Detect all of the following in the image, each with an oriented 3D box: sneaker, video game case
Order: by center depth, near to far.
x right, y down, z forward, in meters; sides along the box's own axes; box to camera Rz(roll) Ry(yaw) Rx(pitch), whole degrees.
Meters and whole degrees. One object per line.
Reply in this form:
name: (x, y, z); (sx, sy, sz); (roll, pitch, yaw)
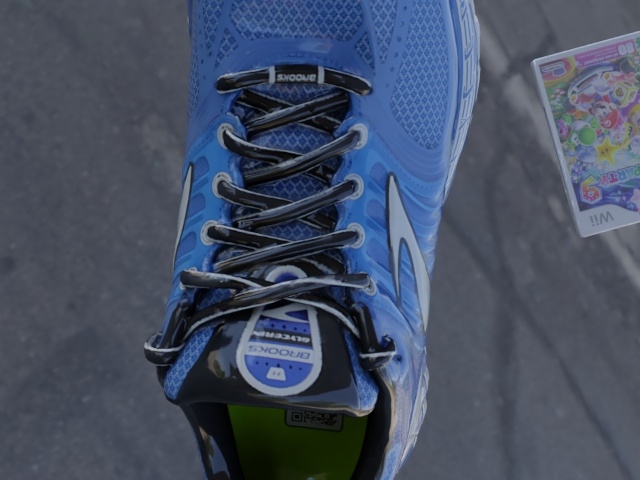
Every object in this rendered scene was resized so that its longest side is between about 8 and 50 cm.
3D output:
sneaker: (0.000, 0.000, 0.588); (0.147, 0.129, 0.330); (-76, 165, -65)
video game case: (0.197, -0.071, 0.947); (0.011, 0.087, 0.122); (143, -69, -88)
